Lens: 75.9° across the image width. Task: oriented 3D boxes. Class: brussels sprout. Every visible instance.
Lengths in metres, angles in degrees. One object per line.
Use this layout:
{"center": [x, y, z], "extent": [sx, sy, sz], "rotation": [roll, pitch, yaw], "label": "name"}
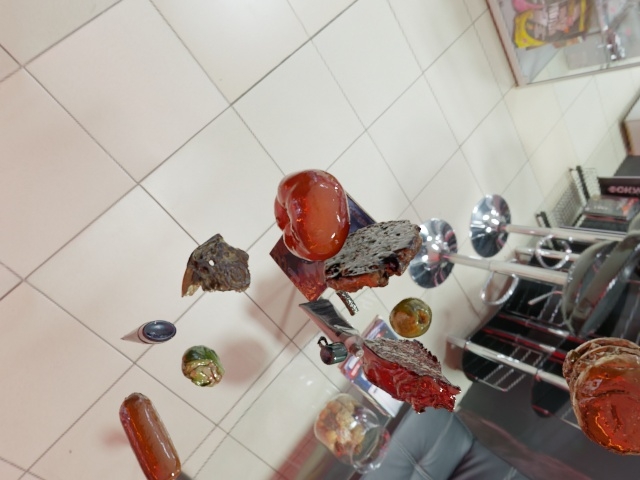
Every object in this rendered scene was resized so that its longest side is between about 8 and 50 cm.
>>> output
{"center": [-0.473, 0.499, 1.647], "extent": [0.183, 0.145, 0.131], "rotation": [36, 87, -29], "label": "brussels sprout"}

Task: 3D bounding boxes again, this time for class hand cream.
{"center": [0.044, 0.284, 1.367], "extent": [0.124, 0.340, 0.078], "rotation": [-10, 113, -24], "label": "hand cream"}
{"center": [-0.482, 0.265, 1.159], "extent": [0.120, 0.270, 0.061], "rotation": [5, 73, -32], "label": "hand cream"}

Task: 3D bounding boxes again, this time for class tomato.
{"center": [-0.022, -0.073, 1.118], "extent": [0.179, 0.259, 0.260], "rotation": [-15, 105, -25], "label": "tomato"}

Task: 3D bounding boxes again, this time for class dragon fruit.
{"center": [0.267, 0.478, 1.345], "extent": [0.285, 0.329, 0.228], "rotation": [12, 99, -23], "label": "dragon fruit"}

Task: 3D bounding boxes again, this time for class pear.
{"center": [0.230, 0.197, 1.047], "extent": [0.107, 0.131, 0.107], "rotation": [1, 83, -7], "label": "pear"}

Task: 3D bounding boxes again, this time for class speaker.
{"center": [0.027, 0.330, 1.228], "extent": [0.075, 0.094, 0.060], "rotation": [2, 104, -43], "label": "speaker"}

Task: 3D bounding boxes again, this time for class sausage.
{"center": [-0.358, 0.411, 0.854], "extent": [0.076, 0.076, 0.198], "rotation": [-28, 75, -25], "label": "sausage"}

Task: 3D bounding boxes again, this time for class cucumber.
{"center": [0.136, 0.305, 2.080], "extent": [0.058, 0.058, 0.187], "rotation": [-44, 122, -18], "label": "cucumber"}

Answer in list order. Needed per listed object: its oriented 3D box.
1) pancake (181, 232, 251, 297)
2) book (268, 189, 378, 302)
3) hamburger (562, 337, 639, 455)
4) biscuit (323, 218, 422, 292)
{"center": [-0.335, 0.075, 1.304], "extent": [0.257, 0.056, 0.212], "rotation": [2, 61, -46], "label": "pancake"}
{"center": [0.000, 0.000, 1.596], "extent": [0.428, 0.300, 0.039], "rotation": [-53, 156, 22], "label": "book"}
{"center": [0.738, 0.382, 1.003], "extent": [0.211, 0.245, 0.261], "rotation": [-8, 100, -65], "label": "hamburger"}
{"center": [0.155, 0.045, 1.199], "extent": [0.334, 0.289, 0.081], "rotation": [-48, 122, -44], "label": "biscuit"}
